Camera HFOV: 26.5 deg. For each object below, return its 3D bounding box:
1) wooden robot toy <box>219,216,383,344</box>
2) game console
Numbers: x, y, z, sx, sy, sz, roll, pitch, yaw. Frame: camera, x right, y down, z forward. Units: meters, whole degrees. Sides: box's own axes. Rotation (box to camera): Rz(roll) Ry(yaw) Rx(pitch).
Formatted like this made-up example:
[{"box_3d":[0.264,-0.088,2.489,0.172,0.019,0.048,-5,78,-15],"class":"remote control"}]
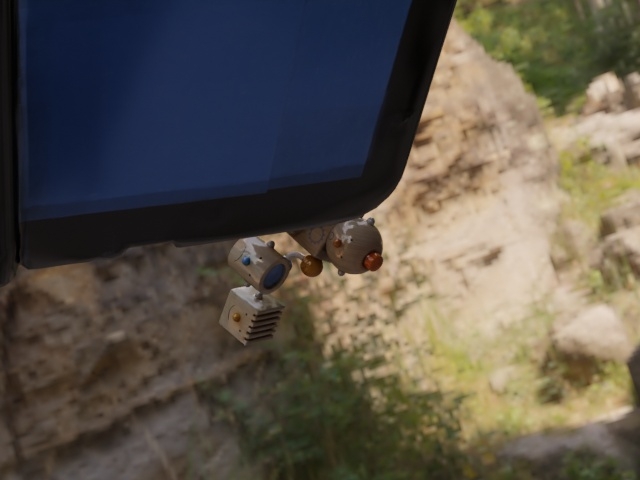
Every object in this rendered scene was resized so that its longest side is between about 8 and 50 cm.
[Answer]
[{"box_3d":[0.000,0.000,0.847,0.173,0.079,0.076,-57,-31,11],"class":"wooden robot toy"},{"box_3d":[-0.056,-0.038,0.374,0.173,0.250,0.293,15,-41,2],"class":"game console"}]
